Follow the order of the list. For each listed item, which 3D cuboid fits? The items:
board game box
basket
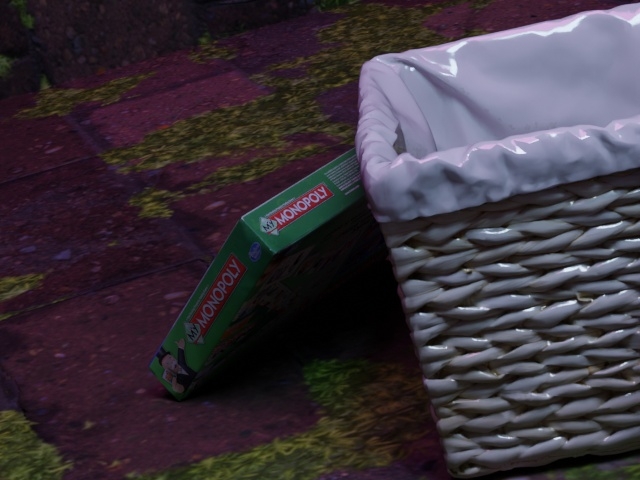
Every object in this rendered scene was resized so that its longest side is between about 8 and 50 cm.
[{"bbox_3d":[0.000,0.000,1.687,0.317,0.046,0.213,-33,-16,-46],"label":"board game box"},{"bbox_3d":[0.209,-0.014,1.467,0.331,0.266,0.328,-10,19,4],"label":"basket"}]
